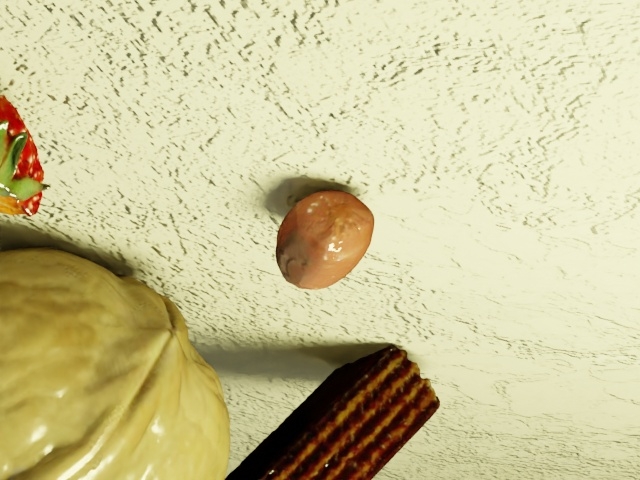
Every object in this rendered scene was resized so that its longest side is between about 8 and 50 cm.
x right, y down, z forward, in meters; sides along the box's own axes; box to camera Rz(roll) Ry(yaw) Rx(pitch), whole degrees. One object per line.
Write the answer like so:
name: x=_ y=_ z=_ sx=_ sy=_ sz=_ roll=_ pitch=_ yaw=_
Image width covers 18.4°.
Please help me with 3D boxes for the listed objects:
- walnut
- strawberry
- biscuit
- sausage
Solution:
walnut: x=-0.227 y=0.144 z=1.507 sx=0.313 sy=0.277 sz=0.252 roll=-32 pitch=177 yaw=20
strawberry: x=-0.249 y=-0.058 z=1.247 sx=0.187 sy=0.082 sz=0.146 roll=-5 pitch=152 yaw=45
biscuit: x=-0.054 y=0.226 z=1.580 sx=0.073 sy=0.388 sz=0.107 roll=52 pitch=148 yaw=-7
sausage: x=0.000 y=0.000 z=1.339 sx=0.059 sy=0.054 sz=0.094 roll=49 pitch=153 yaw=3
